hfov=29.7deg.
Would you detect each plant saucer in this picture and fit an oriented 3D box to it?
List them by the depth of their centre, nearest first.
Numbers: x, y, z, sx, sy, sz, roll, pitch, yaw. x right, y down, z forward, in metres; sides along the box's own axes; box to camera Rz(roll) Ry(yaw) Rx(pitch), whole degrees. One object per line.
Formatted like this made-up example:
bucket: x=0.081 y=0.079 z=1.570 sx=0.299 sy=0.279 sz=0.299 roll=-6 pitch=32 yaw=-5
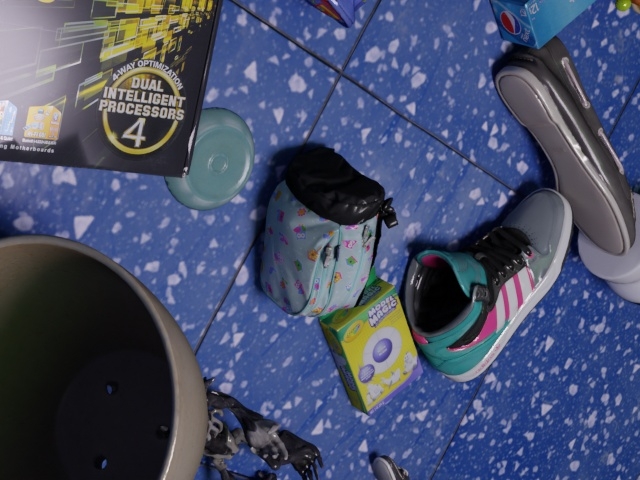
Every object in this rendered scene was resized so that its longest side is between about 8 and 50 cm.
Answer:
plant saucer: x=-0.118 y=-0.088 z=1.350 sx=0.119 sy=0.021 sz=0.119 roll=-16 pitch=117 yaw=-34

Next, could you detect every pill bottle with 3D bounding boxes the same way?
pill bottle: x=0.516 y=0.026 z=1.805 sx=0.278 sy=0.162 sz=0.162 roll=20 pitch=95 yaw=-41

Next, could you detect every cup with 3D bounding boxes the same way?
cup: x=-0.242 y=0.180 z=1.200 sx=0.331 sy=0.331 sz=0.237 roll=-61 pitch=157 yaw=-2

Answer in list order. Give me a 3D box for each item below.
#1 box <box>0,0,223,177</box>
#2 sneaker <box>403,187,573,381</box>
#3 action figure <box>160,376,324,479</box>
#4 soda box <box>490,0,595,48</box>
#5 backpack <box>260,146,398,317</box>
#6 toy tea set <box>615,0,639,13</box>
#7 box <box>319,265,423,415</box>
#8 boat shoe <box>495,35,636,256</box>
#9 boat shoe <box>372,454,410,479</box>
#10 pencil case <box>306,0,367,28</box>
box: x=-0.276 y=-0.232 z=1.118 sx=0.394 sy=0.097 sz=0.318 roll=5 pitch=102 yaw=-39
sneaker: x=0.211 y=0.034 z=1.600 sx=0.296 sy=0.123 sz=0.178 roll=-58 pitch=141 yaw=-2
action figure: x=-0.110 y=0.259 z=1.422 sx=0.275 sy=0.141 sz=0.164 roll=29 pitch=100 yaw=-43
soda box: x=0.318 y=-0.338 z=1.560 sx=0.210 sy=0.067 sz=0.071 roll=-40 pitch=129 yaw=-19
backpack: x=0.000 y=0.000 z=1.412 sx=0.115 sy=0.152 sz=0.182 roll=-9 pitch=125 yaw=-30
toy tea set: x=0.451 y=-0.428 z=1.494 sx=0.200 sy=0.124 sz=0.336 roll=-5 pitch=112 yaw=-43
box: x=0.066 y=0.129 z=1.570 sx=0.105 sy=0.043 sz=0.179 roll=-37 pitch=125 yaw=-22
boat shoe: x=0.355 y=-0.126 z=1.626 sx=0.095 sy=0.112 sz=0.335 roll=-45 pitch=116 yaw=-19
boat shoe: x=0.107 y=0.336 z=1.684 sx=0.038 sy=0.046 sz=0.125 roll=-37 pitch=130 yaw=-21
pencil case: x=0.085 y=-0.369 z=1.310 sx=0.119 sy=0.133 sz=0.306 roll=45 pitch=86 yaw=-8
